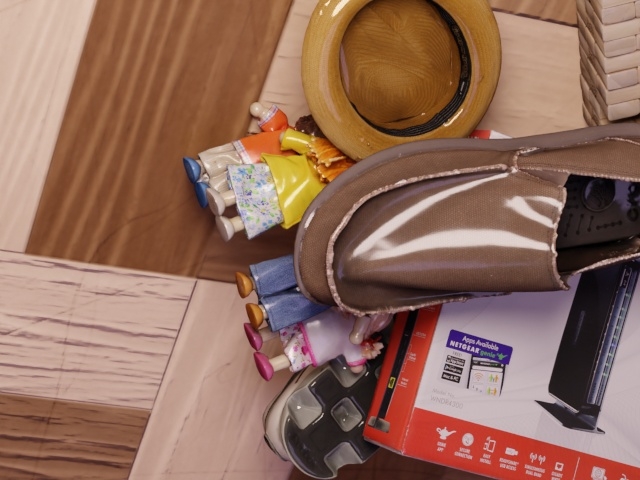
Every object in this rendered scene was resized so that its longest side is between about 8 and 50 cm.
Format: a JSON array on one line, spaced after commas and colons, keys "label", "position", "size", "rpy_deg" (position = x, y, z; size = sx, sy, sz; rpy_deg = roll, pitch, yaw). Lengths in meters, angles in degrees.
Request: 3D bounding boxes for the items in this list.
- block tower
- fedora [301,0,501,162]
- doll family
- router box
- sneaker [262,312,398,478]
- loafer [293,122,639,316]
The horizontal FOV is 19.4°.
[{"label": "block tower", "position": [0.274, -0.216, 1.616], "size": [0.091, 0.097, 0.335], "rpy_deg": [-14, 127, -4]}, {"label": "fedora", "position": [0.060, -0.157, 1.602], "size": [0.194, 0.079, 0.194], "rpy_deg": [-8, 112, -21]}, {"label": "doll family", "position": [0.000, 0.000, 1.635], "size": [0.163, 0.118, 0.263], "rpy_deg": [-21, 97, -14]}, {"label": "router box", "position": [0.235, 0.085, 1.746], "size": [0.335, 0.082, 0.301], "rpy_deg": [16, 88, -25]}, {"label": "sneaker", "position": [0.075, 0.095, 1.800], "size": [0.330, 0.146, 0.122], "rpy_deg": [-33, 103, -16]}, {"label": "loafer", "position": [0.156, -0.019, 1.566], "size": [0.366, 0.130, 0.133], "rpy_deg": [-16, 114, -14]}]
